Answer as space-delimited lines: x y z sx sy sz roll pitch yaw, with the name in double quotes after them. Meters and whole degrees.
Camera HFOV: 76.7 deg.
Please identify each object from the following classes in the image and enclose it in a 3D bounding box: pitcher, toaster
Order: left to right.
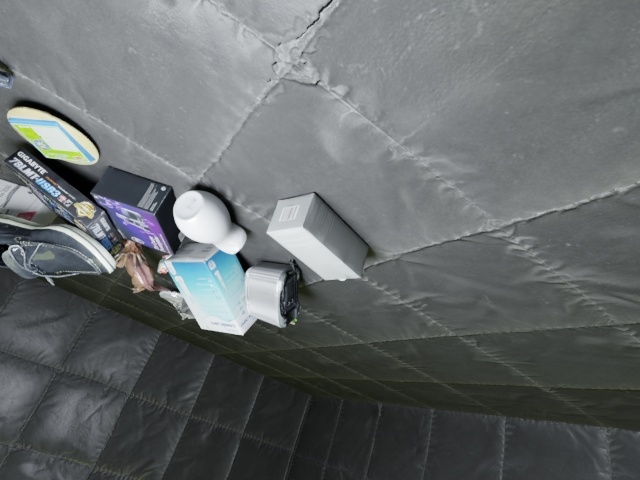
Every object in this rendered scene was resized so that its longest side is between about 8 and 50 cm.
-0.313 -0.057 1.079 0.177 0.125 0.207 25 168 24 "pitcher"
-0.153 0.159 1.293 0.146 0.129 0.227 8 110 23 "toaster"

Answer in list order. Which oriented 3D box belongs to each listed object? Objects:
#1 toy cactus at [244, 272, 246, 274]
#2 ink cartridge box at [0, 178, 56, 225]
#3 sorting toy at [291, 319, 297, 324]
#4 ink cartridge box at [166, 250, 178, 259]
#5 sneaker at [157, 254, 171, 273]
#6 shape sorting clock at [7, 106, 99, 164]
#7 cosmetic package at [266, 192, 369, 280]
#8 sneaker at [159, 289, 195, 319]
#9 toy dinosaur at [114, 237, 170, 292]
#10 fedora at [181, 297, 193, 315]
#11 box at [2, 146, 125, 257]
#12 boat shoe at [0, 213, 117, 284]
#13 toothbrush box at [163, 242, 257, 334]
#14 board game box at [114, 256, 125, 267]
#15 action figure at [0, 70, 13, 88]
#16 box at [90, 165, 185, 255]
-0.233 0.176 1.471 0.180 0.112 0.219 26 162 8 "toy cactus"
-1.056 -0.107 1.400 0.217 0.159 0.092 16 148 6 "ink cartridge box"
-0.135 0.354 1.807 0.083 0.012 0.062 8 146 27 "sorting toy"
-0.476 0.114 1.498 0.104 0.060 0.180 -27 134 20 "ink cartridge box"
-0.575 0.090 1.540 0.057 0.075 0.161 37 148 -30 "sneaker"
-0.656 -0.256 1.002 0.206 0.040 0.206 12 152 6 "shape sorting clock"
0.000 0.000 0.986 0.127 0.107 0.238 -7 146 40 "cosmetic package"
-0.654 0.326 1.956 0.281 0.115 0.105 33 164 -24 "sneaker"
-0.658 0.100 1.463 0.200 0.127 0.296 -8 120 52 "toy dinosaur"
-0.538 0.282 1.812 0.243 0.124 0.275 22 152 -7 "fedora"
-0.743 -0.096 1.207 0.293 0.073 0.295 37 156 1 "box"
-0.833 0.041 1.209 0.500 0.156 0.187 10 141 16 "boat shoe"
-0.355 0.160 1.359 0.216 0.126 0.296 -3 119 35 "toothbrush box"
-0.859 0.080 1.758 0.126 0.026 0.186 -7 143 40 "board game box"
-0.712 -0.410 0.699 0.330 0.179 0.341 6 178 36 "action figure"
-0.513 -0.076 1.176 0.184 0.103 0.261 20 153 4 "box"
